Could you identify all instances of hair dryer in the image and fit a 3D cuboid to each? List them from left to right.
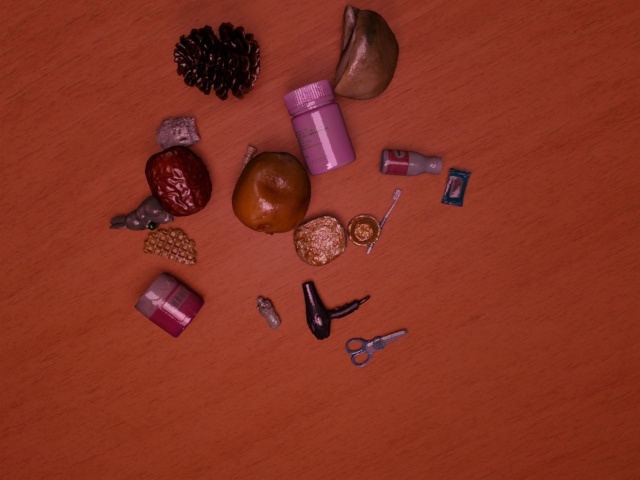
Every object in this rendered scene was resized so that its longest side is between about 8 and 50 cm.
[{"bbox_3d":[0.066,0.245,1.802,0.271,0.091,0.236,-16,93,-11],"label":"hair dryer"}]

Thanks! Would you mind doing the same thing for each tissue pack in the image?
[{"bbox_3d":[0.511,-0.199,1.728,0.085,0.028,0.138,11,107,-1],"label":"tissue pack"}]

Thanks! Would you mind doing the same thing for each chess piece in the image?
[{"bbox_3d":[-0.266,-0.299,1.673,0.035,0.035,0.092,25,104,-7],"label":"chess piece"}]

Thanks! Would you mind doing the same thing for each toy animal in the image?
[{"bbox_3d":[-0.648,-0.087,1.684,0.236,0.108,0.138,-16,60,22],"label":"toy animal"}]

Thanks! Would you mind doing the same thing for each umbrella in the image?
[{"bbox_3d":[-0.204,0.280,1.796,0.067,0.062,0.143,-24,105,35],"label":"umbrella"}]

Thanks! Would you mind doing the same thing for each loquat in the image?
[{"bbox_3d":[-0.170,-0.163,1.600,0.276,0.276,0.284,0,84,-2],"label":"loquat"}]

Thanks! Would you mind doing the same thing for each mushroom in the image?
[{"bbox_3d":[0.177,-0.630,1.517,0.217,0.212,0.292,8,74,-16],"label":"mushroom"}]

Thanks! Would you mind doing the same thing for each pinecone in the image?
[{"bbox_3d":[-0.334,-0.582,1.482,0.246,0.292,0.246,13,111,37],"label":"pinecone"}]

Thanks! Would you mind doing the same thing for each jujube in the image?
[{"bbox_3d":[-0.484,-0.206,1.595,0.212,0.213,0.232,-19,111,2],"label":"jujube"}]

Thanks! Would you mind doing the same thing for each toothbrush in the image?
[{"bbox_3d":[0.237,-0.070,1.749,0.025,0.019,0.276,26,100,-2],"label":"toothbrush"}]

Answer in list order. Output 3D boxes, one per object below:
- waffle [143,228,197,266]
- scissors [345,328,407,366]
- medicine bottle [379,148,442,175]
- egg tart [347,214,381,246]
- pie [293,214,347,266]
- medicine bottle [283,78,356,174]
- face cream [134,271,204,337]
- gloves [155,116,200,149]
[{"bbox_3d":[-0.568,0.033,1.730,0.192,0.046,0.161,-12,102,2],"label":"waffle"},{"bbox_3d":[0.232,0.418,1.853,0.256,0.030,0.125,-24,104,6],"label":"scissors"},{"bbox_3d":[0.328,-0.279,1.669,0.216,0.090,0.090,3,103,-4],"label":"medicine bottle"},{"bbox_3d":[0.163,-0.037,1.732,0.128,0.049,0.129,1,96,9],"label":"egg tart"},{"bbox_3d":[0.000,0.000,1.723,0.205,0.084,0.179,-25,101,5],"label":"pie"},{"bbox_3d":[-0.002,-0.388,1.588,0.178,0.178,0.291,-21,102,3],"label":"medicine bottle"},{"bbox_3d":[-0.560,0.239,1.710,0.195,0.175,0.175,40,98,-9],"label":"face cream"},{"bbox_3d":[-0.509,-0.382,1.625,0.153,0.070,0.114,-13,103,3],"label":"gloves"}]
